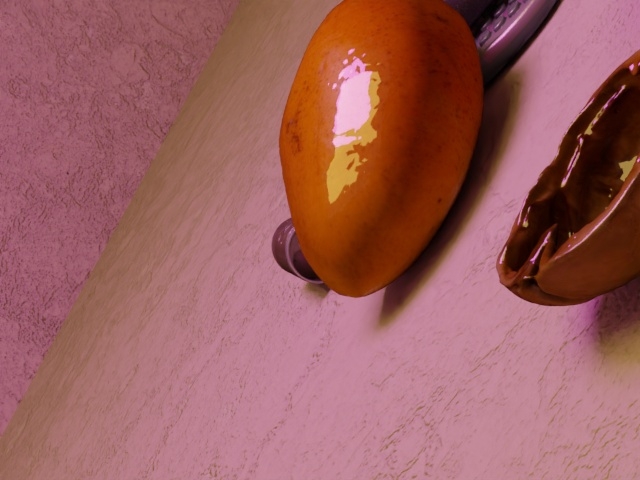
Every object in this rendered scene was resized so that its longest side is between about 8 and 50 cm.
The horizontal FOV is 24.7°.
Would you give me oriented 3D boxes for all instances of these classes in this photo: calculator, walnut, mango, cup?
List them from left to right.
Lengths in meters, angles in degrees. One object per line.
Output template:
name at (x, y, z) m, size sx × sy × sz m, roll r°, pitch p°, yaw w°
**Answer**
cup at (-0.007, -0.004, 1.690) m, size 0.102 × 0.074 × 0.099 m, roll -56°, pitch 15°, yaw -5°
mango at (0.059, -0.103, 1.499) m, size 0.199 × 0.201 × 0.350 m, roll 106°, pitch 176°, yaw -59°
calculator at (0.171, -0.216, 1.678) m, size 0.299 × 0.041 × 0.185 m, roll -43°, pitch 18°, yaw 29°
walnut at (0.219, -0.033, 1.044) m, size 0.211 × 0.087 × 0.167 m, roll -59°, pitch 11°, yaw -13°

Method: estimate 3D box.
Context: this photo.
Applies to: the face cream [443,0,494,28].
face cream at (0.144, -0.265, 1.647) m, size 0.283 × 0.073 × 0.073 m, roll -48°, pitch 16°, yaw 12°
